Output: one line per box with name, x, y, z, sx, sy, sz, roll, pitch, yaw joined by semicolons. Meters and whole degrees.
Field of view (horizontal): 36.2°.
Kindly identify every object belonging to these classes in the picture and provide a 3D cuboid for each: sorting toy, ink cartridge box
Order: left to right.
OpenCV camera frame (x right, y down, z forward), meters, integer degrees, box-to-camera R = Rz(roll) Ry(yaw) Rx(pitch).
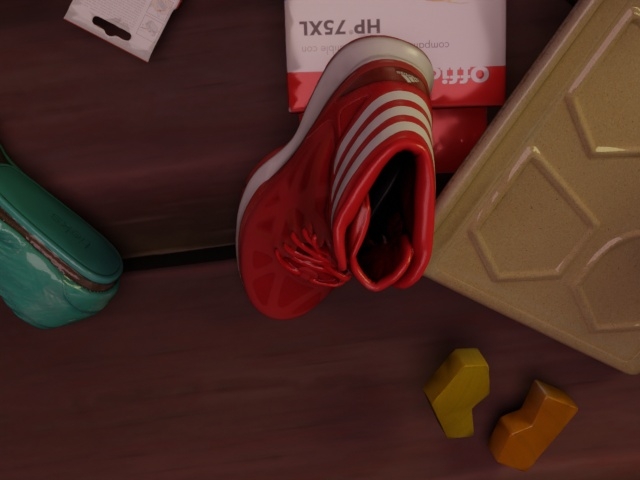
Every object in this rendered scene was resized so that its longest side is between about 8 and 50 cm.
ink cartridge box;-0.111;-0.180;0.629;0.063;0.029;0.115;27;100;-10
ink cartridge box;0.045;-0.151;0.608;0.134;0.078;0.230;-2;100;2
sorting toy;0.159;0.004;0.610;0.229;0.041;0.307;24;111;-29

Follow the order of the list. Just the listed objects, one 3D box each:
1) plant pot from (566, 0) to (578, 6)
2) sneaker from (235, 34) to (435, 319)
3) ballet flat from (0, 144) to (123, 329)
plant pot;0.235;-0.238;0.491;0.257;0.274;0.256;0;99;1
sneaker;0.000;0.000;0.569;0.087;0.128;0.221;13;132;-12
ballet flat;-0.238;-0.035;0.634;0.087;0.083;0.247;-41;95;21
